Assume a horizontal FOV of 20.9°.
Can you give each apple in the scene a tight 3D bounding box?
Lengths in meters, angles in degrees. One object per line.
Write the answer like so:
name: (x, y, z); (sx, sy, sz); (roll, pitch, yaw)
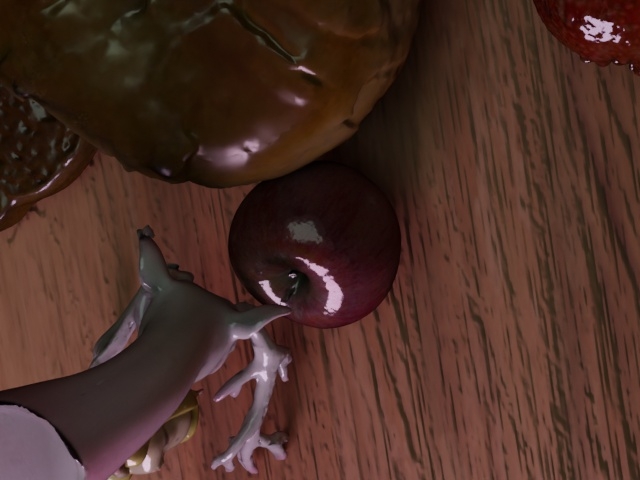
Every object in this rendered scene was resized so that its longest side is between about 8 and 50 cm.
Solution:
apple: (0.000, 0.000, 1.524); (0.153, 0.120, 0.153); (18, 141, 16)

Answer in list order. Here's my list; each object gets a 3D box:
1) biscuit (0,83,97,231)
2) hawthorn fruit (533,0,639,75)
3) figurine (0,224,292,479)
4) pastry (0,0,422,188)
biscuit: (-0.372, -0.195, 1.673); (0.381, 0.074, 0.358); (13, 100, 21)
hawthorn fruit: (0.266, -0.256, 1.359); (0.205, 0.205, 0.253); (17, 103, 18)
figurine: (-0.162, 0.128, 1.503); (0.206, 0.316, 0.284); (42, 142, 17)
pastry: (-0.105, -0.241, 1.457); (0.410, 0.245, 0.409); (4, 113, 9)
